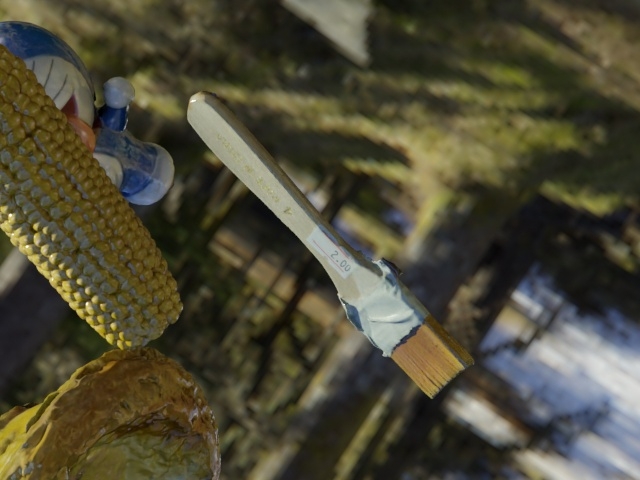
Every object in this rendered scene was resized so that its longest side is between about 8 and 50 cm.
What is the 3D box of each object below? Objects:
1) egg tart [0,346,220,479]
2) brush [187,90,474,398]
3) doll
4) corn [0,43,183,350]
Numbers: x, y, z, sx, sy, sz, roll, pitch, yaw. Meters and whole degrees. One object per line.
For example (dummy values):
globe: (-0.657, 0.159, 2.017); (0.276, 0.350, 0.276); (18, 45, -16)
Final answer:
egg tart: (-0.192, 0.213, 1.503); (0.123, 0.294, 0.294); (19, 165, 31)
brush: (0.000, 0.000, 1.706); (0.336, 0.020, 0.085); (47, 140, 2)
doll: (-0.269, -0.097, 1.923); (0.257, 0.215, 0.161); (36, -157, -36)
corn: (-0.199, -0.033, 1.437); (0.260, 0.091, 0.091); (54, 159, -10)
